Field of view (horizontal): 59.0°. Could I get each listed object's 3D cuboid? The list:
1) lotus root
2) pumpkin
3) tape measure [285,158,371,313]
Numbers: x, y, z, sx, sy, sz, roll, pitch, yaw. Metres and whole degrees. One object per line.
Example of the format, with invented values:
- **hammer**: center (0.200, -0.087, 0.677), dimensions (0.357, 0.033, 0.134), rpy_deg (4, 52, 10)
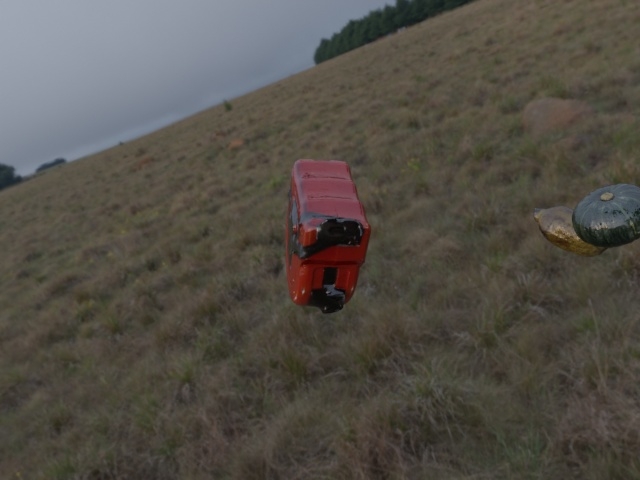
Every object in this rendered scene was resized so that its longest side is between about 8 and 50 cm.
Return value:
- **lotus root**: center (0.803, -0.037, 1.822), dimensions (0.260, 0.129, 0.145), rpy_deg (33, 33, 29)
- **pumpkin**: center (0.807, -0.065, 1.555), dimensions (0.211, 0.152, 0.212), rpy_deg (-28, 30, 18)
- **tape measure**: center (0.000, 0.000, 0.993), dimensions (0.113, 0.261, 0.253), rpy_deg (2, 38, -10)
